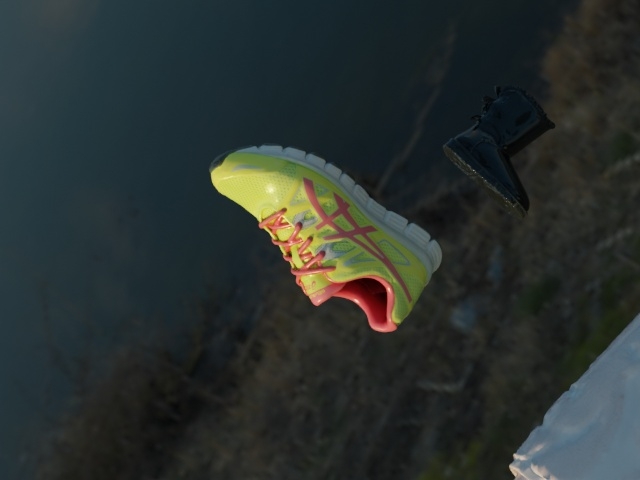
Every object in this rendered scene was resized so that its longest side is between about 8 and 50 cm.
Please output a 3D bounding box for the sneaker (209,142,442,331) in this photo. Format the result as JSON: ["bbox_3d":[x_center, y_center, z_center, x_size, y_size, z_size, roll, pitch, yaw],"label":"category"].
[{"bbox_3d":[0.000,0.000,1.354,0.081,0.208,0.094,-30,34,59],"label":"sneaker"}]

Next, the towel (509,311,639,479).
[{"bbox_3d":[0.310,0.084,0.812,0.317,0.053,0.332,39,81,27],"label":"towel"}]

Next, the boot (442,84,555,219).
[{"bbox_3d":[0.193,-0.091,1.732,0.099,0.045,0.121,-41,67,-8],"label":"boot"}]
